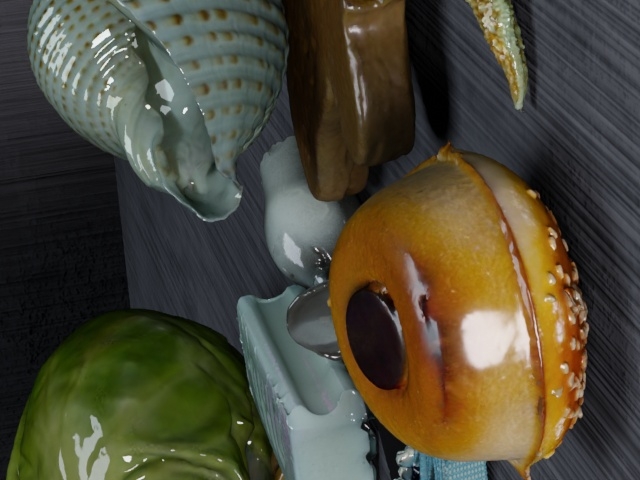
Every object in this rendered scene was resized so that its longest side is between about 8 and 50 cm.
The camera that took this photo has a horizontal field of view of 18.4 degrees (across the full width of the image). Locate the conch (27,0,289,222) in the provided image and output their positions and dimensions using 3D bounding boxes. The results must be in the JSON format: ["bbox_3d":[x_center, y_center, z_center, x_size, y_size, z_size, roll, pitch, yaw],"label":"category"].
[{"bbox_3d":[-0.132,-0.186,1.797,0.319,0.215,0.303,40,157,26],"label":"conch"}]

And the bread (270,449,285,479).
[{"bbox_3d":[-0.001,0.306,2.150,0.225,0.081,0.134,-115,21,-57],"label":"bread"}]

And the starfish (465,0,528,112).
[{"bbox_3d":[0.085,-0.254,1.366,0.358,0.078,0.347,125,131,-73],"label":"starfish"}]

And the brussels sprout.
[{"bbox_3d":[-0.205,0.264,2.362,0.361,0.342,0.425,64,-171,9],"label":"brussels sprout"}]

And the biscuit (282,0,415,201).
[{"bbox_3d":[0.017,-0.213,1.712,0.394,0.076,0.368,112,146,-73],"label":"biscuit"}]

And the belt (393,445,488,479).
[{"bbox_3d":[0.101,0.169,1.632,0.100,0.065,0.179,-136,40,-57],"label":"belt"}]

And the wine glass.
[{"bbox_3d":[0.000,0.000,1.874,0.222,0.103,0.103,-103,11,-45],"label":"wine glass"}]

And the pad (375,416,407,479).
[{"bbox_3d":[0.077,0.117,1.828,0.300,0.005,0.202,109,149,-65],"label":"pad"}]

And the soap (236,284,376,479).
[{"bbox_3d":[-0.019,0.169,2.100,0.261,0.094,0.150,-120,24,-59],"label":"soap"}]

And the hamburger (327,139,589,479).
[{"bbox_3d":[0.100,0.046,1.341,0.237,0.147,0.237,47,145,48],"label":"hamburger"}]
